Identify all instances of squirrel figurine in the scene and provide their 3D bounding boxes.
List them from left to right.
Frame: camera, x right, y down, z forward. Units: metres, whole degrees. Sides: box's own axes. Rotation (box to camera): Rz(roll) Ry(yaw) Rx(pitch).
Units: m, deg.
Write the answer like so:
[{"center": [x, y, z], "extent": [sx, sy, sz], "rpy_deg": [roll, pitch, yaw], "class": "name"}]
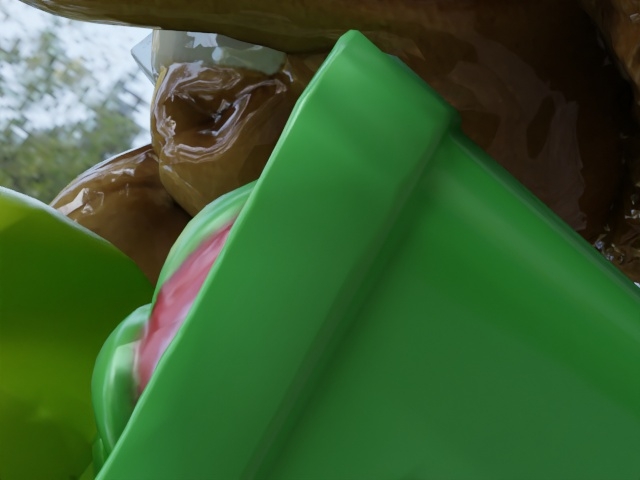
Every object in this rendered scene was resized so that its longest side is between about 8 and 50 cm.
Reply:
[{"center": [0.075, -0.143, 0.666], "extent": [0.370, 0.397, 0.281], "rpy_deg": [101, -171, -54], "class": "squirrel figurine"}]

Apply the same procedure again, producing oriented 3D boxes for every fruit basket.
[{"center": [-0.085, 0.090, 0.557], "extent": [0.392, 0.392, 0.283], "rpy_deg": [-62, -3, 6], "class": "fruit basket"}]

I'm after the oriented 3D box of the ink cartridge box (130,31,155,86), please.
[{"center": [0.000, 0.000, 1.116], "extent": [0.060, 0.239, 0.275], "rpy_deg": [-37, -60, -3], "class": "ink cartridge box"}]
